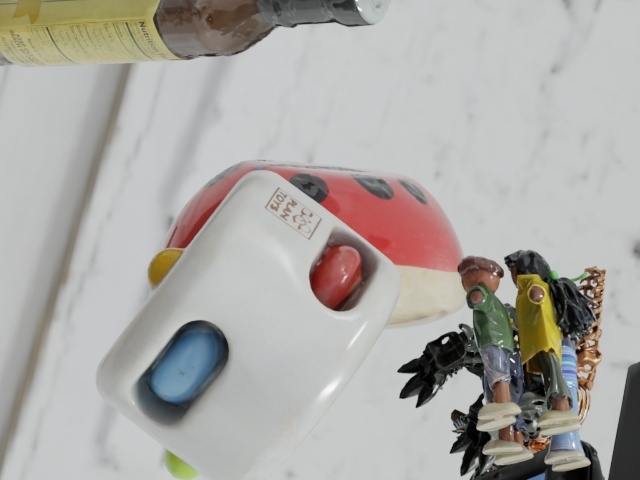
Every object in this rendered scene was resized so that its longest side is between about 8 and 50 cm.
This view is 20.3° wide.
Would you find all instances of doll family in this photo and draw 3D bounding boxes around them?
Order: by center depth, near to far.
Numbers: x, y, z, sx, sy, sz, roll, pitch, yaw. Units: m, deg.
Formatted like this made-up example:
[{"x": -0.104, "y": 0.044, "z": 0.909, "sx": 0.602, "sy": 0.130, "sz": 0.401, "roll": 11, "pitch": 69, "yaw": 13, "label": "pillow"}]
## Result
[{"x": 0.120, "y": 0.062, "z": 1.013, "sx": 0.193, "sy": 0.076, "sz": 0.111, "roll": 74, "pitch": 9, "yaw": -68, "label": "doll family"}]

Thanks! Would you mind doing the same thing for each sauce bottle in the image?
[{"x": -0.114, "y": -0.191, "z": 1.351, "sx": 0.344, "sy": 0.111, "sz": 0.111, "roll": -1, "pitch": -108, "yaw": 26, "label": "sauce bottle"}]

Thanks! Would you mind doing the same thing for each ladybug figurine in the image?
[{"x": 0.000, "y": 0.000, "z": 1.942, "sx": 0.305, "sy": 0.449, "sz": 0.161, "roll": 10, "pitch": -84, "yaw": 26, "label": "ladybug figurine"}]

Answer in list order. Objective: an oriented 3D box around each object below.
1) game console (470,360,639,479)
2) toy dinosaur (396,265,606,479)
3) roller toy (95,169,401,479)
[{"x": 0.178, "y": 0.200, "z": 1.261, "sx": 0.361, "sy": 0.044, "sz": 0.213, "roll": -33, "pitch": -149, "yaw": 46, "label": "game console"}, {"x": 0.217, "y": 0.169, "z": 1.953, "sx": 0.164, "sy": 0.218, "sz": 0.321, "roll": 21, "pitch": -79, "yaw": 52, "label": "toy dinosaur"}, {"x": -0.052, "y": 0.054, "z": 1.191, "sx": 0.209, "sy": 0.146, "sz": 0.191, "roll": -53, "pitch": -176, "yaw": -14, "label": "roller toy"}]
